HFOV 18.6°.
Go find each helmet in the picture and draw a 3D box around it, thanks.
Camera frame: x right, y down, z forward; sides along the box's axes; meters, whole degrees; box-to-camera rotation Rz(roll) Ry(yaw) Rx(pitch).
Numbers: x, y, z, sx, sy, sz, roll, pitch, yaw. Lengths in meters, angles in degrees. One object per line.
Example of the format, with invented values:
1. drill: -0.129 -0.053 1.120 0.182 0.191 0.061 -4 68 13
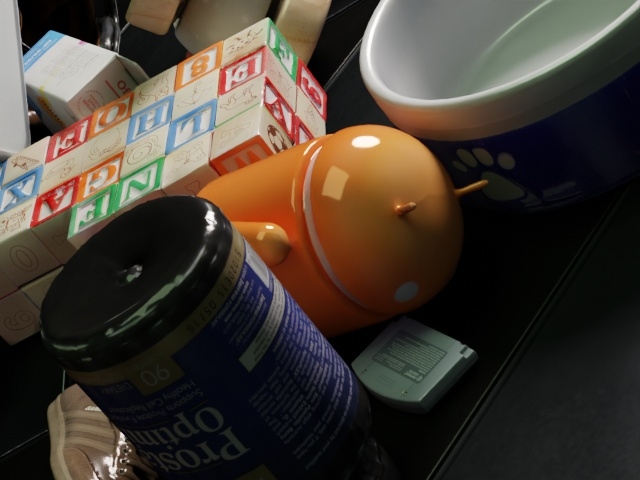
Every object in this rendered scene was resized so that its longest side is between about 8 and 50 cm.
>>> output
1. helmet: -0.264 -0.189 1.781 0.169 0.169 0.161 -27 50 19

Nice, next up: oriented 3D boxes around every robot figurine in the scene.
1. robot figurine: -0.001 0.001 1.259 0.219 0.158 0.128 -20 45 38

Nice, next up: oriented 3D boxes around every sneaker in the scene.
1. sneaker: -0.134 0.137 1.285 0.071 0.066 0.188 -36 30 2

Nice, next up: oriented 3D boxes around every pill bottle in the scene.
1. pill bottle: -0.048 0.088 1.105 0.123 0.219 0.123 -28 31 18

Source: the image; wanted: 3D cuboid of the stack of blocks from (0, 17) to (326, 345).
1. stack of blocks: -0.143 -0.033 1.509 0.297 0.087 0.171 -26 32 19

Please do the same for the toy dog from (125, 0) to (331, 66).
1. toy dog: -0.058 -0.253 1.661 0.333 0.220 0.161 -51 0 -35

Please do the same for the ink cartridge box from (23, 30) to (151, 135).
1. ink cartridge box: -0.182 -0.108 1.639 0.061 0.104 0.181 -46 30 -13

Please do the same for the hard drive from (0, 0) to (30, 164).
1. hard drive: -0.383 -0.117 1.746 0.353 0.047 0.233 -28 62 42

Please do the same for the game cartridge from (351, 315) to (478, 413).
1. game cartridge: 0.056 0.078 1.213 0.056 0.017 0.083 -42 29 -14

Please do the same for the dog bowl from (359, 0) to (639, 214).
1. dog bowl: 0.163 -0.144 1.316 0.265 0.104 0.265 -27 32 18
